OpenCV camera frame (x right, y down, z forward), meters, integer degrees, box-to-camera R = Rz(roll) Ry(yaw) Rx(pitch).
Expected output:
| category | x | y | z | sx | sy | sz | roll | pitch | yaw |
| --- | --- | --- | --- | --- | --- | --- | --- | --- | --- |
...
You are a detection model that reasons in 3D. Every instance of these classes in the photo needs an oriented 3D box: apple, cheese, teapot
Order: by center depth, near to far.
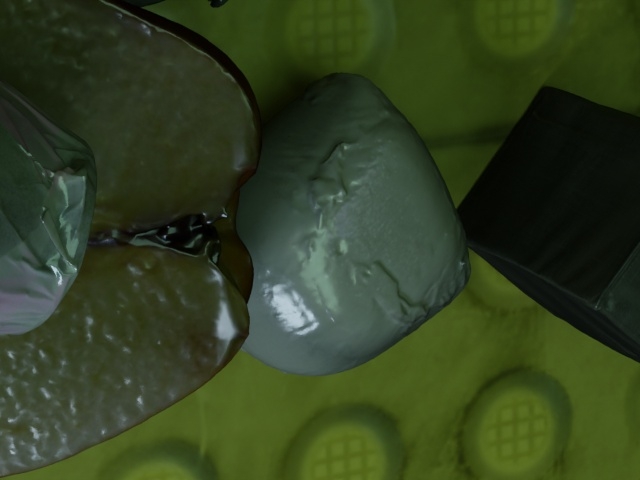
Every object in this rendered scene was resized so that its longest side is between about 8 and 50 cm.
| category | x | y | z | sx | sy | sz | roll | pitch | yaw |
| --- | --- | --- | --- | --- | --- | --- | --- | --- | --- |
| teapot | -0.224 | 0.001 | 1.031 | 0.178 | 0.163 | 0.221 | 19 | 116 | -28 |
| apple | -0.216 | -0.015 | 1.185 | 0.365 | 0.329 | 0.295 | -3 | 69 | -13 |
| cheese | 0.000 | 0.000 | 1.370 | 0.189 | 0.154 | 0.198 | -43 | 114 | -29 |

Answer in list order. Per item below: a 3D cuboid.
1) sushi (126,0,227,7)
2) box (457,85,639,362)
| category | x | y | z | sx | sy | sz | roll | pitch | yaw |
| --- | --- | --- | --- | --- | --- | --- | --- | --- | --- |
| sushi | -0.103 | -0.341 | 1.215 | 0.418 | 0.176 | 0.417 | -7 | 107 | -23 |
| box | 0.236 | -0.004 | 1.437 | 0.149 | 0.231 | 0.155 | 37 | 86 | -28 |
